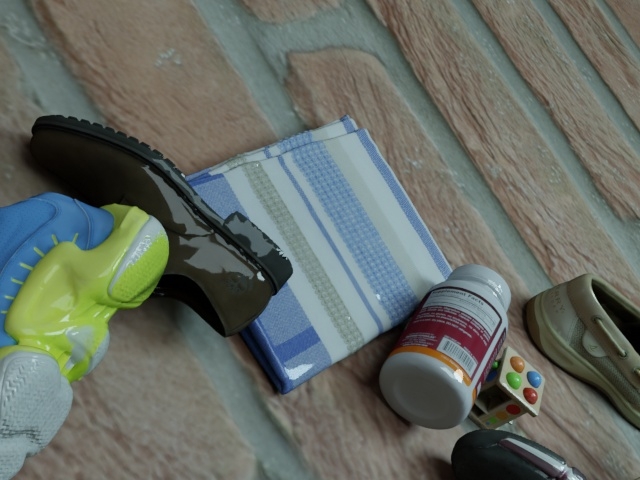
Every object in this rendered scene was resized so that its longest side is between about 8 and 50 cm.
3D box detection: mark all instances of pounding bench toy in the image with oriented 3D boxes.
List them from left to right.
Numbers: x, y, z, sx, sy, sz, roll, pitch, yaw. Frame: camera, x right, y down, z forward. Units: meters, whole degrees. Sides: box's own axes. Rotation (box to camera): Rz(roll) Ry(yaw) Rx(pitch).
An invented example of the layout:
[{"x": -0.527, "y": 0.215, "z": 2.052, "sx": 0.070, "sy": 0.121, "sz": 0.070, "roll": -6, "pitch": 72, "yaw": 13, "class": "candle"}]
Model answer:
[{"x": 0.164, "y": 0.133, "z": 0.930, "sx": 0.083, "sy": 0.065, "sz": 0.052, "roll": 41, "pitch": 40, "yaw": -12, "class": "pounding bench toy"}]

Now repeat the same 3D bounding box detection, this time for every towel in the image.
[{"x": 0.000, "y": 0.000, "z": 0.901, "sx": 0.285, "sy": 0.034, "sz": 0.209, "roll": -27, "pitch": 83, "yaw": -49, "class": "towel"}]

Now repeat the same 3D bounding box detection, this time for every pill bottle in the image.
[{"x": 0.120, "y": 0.092, "z": 0.891, "sx": 0.086, "sy": 0.086, "sz": 0.152, "roll": 46, "pitch": 46, "yaw": -7, "class": "pill bottle"}]

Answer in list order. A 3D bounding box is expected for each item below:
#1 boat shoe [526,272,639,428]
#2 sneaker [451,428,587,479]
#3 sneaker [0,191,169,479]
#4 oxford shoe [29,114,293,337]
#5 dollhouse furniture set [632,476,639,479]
[{"x": 0.370, "y": 0.134, "z": 1.105, "sx": 0.302, "sy": 0.098, "sz": 0.109, "roll": 34, "pitch": 42, "yaw": -21, "class": "boat shoe"}, {"x": 0.193, "y": 0.298, "z": 0.805, "sx": 0.281, "sy": 0.106, "sz": 0.162, "roll": 45, "pitch": 49, "yaw": 2, "class": "sneaker"}, {"x": -0.207, "y": 0.056, "z": 0.632, "sx": 0.126, "sy": 0.091, "sz": 0.240, "roll": 24, "pitch": 48, "yaw": 13, "class": "sneaker"}, {"x": -0.136, "y": -0.011, "z": 0.737, "sx": 0.227, "sy": 0.083, "sz": 0.096, "roll": 36, "pitch": 66, "yaw": 1, "class": "oxford shoe"}, {"x": 0.390, "y": 0.273, "z": 1.017, "sx": 0.356, "sy": 0.303, "sz": 0.174, "roll": -16, "pitch": 32, "yaw": -22, "class": "dollhouse furniture set"}]
